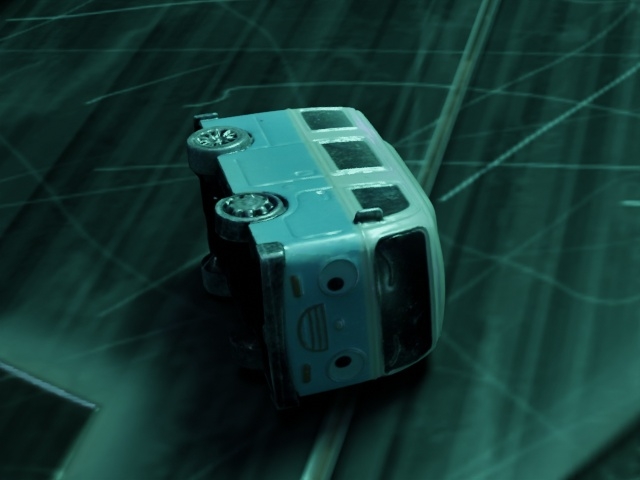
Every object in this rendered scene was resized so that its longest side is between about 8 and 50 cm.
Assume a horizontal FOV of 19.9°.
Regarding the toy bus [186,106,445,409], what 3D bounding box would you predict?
[{"bbox_3d":[0.000,0.000,0.608,0.075,0.060,0.123,-10,26,-10],"label":"toy bus"}]
